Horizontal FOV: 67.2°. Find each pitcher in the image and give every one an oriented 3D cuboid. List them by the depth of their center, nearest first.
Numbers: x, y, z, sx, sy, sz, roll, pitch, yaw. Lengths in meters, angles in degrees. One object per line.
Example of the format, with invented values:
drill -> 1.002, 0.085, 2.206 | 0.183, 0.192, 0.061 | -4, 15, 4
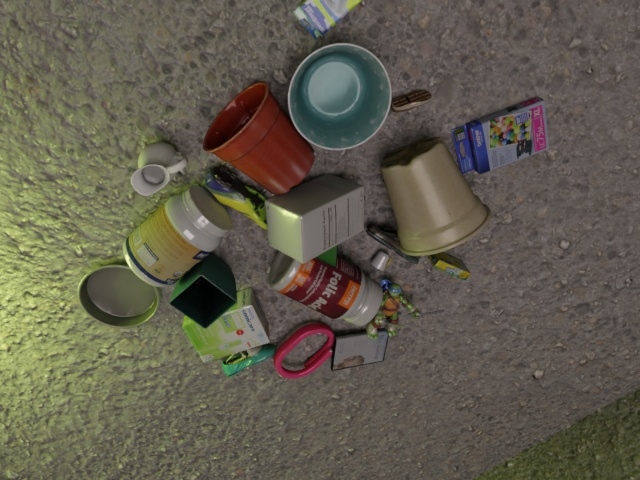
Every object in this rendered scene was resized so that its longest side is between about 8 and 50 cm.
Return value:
pitcher -> -0.487, -0.239, 1.506 | 0.177, 0.207, 0.126 | -20, 120, 4

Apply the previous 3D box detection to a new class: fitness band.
fitness band -> -0.065, 0.469, 2.031 | 0.291, 0.054, 0.209 | -46, 128, 11

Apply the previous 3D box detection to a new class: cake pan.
cake pan -> -0.752, 0.203, 1.816 | 0.292, 0.054, 0.293 | -3, 120, -5

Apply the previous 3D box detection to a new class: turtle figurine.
turtle figurine -> 0.296, 0.318, 1.917 | 0.274, 0.197, 0.266 | 36, 138, 19

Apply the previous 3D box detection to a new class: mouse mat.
mouse mat -> 0.000, 0.000, 1.723 | 0.152, 0.190, 0.007 | 29, 130, -21

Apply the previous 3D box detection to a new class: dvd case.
dvd case -> 0.171, 0.473, 2.082 | 0.252, 0.022, 0.181 | -6, 121, -19

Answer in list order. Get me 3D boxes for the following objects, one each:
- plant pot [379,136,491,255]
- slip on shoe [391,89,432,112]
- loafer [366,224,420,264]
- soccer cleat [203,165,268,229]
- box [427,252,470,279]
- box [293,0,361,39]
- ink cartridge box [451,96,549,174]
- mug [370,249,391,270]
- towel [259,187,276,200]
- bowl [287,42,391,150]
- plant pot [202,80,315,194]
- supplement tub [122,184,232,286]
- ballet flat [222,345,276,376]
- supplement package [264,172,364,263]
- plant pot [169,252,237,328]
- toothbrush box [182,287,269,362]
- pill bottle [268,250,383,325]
plant pot -> 0.360, -0.166, 1.621 | 0.333, 0.334, 0.306 | -25, 109, 7
slip on shoe -> 0.298, -0.453, 1.583 | 0.135, 0.052, 0.041 | -21, 161, -4
loafer -> 0.286, -0.002, 1.825 | 0.267, 0.096, 0.084 | 31, 92, -29
soccer cleat -> -0.277, -0.138, 1.660 | 0.289, 0.093, 0.121 | 42, 138, -19
box -> 0.490, 0.087, 1.881 | 0.179, 0.105, 0.043 | 24, 113, -19
box -> 0.021, -0.688, 1.408 | 0.178, 0.042, 0.109 | -39, 117, 14
ink cartridge box -> 0.627, -0.352, 1.673 | 0.310, 0.065, 0.186 | -19, 120, 6
mug -> 0.239, 0.073, 1.877 | 0.062, 0.078, 0.064 | 32, 105, 12
towel -> -0.153, -0.132, 1.718 | 0.152, 0.023, 0.113 | 35, 111, -24
bowl -> 0.050, -0.452, 1.478 | 0.311, 0.163, 0.312 | -3, 121, -5
plant pot -> -0.172, -0.298, 1.497 | 0.272, 0.272, 0.265 | -39, 125, 15
supplement tub -> -0.478, -0.015, 1.625 | 0.316, 0.228, 0.228 | -38, 118, 15
ballet flat -> -0.309, 0.489, 2.028 | 0.247, 0.083, 0.087 | -28, 106, 7
supplement package -> -0.014, -0.081, 1.598 | 0.292, 0.177, 0.176 | -28, 129, -37
plant pot -> -0.408, 0.152, 1.727 | 0.165, 0.234, 0.165 | -39, 118, 16
toothbrush box -> -0.367, 0.336, 1.906 | 0.283, 0.122, 0.206 | -18, 121, 1
pill bottle -> 0.024, 0.158, 1.793 | 0.392, 0.224, 0.224 | 29, 112, -21
